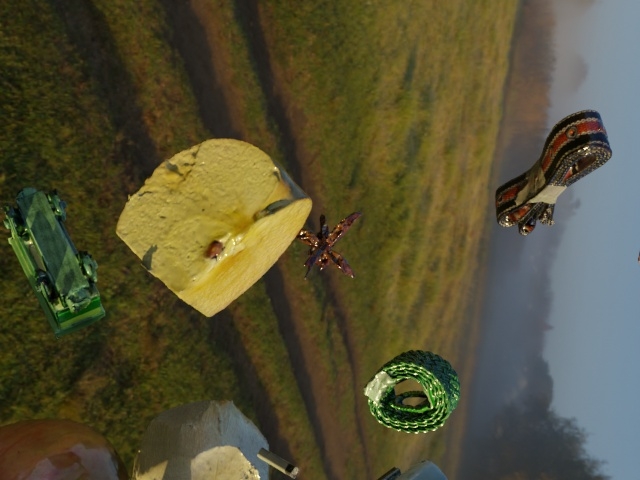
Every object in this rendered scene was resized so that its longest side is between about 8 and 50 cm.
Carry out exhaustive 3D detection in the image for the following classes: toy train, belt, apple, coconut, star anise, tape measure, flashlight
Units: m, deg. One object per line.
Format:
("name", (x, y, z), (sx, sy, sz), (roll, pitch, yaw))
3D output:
("toy train", (-0.545, 0.039, 1.244), (0.120, 0.301, 0.202), (-24, 157, -29))
("belt", (0.472, -0.130, 1.256), (0.360, 0.126, 0.094), (104, -6, -63))
("apple", (-0.541, 0.510, 1.146), (0.364, 0.363, 0.364), (5, 90, -74))
("coconut", (-0.301, 0.574, 1.534), (0.360, 0.345, 0.347), (-106, -171, -55))
("belt", (0.147, 0.236, 0.962), (0.079, 0.151, 0.121), (-26, 90, -57))
("apple", (-0.188, -0.028, 1.165), (0.309, 0.252, 0.314), (-46, 116, -10))
("star anise", (0.005, 0.009, 1.234), (0.144, 0.158, 0.141), (24, 63, -79))
("tape measure", (0.152, 0.541, 1.219), (0.243, 0.125, 0.246), (-13, 143, -47))
("flashlight", (-0.071, 0.371, 1.016), (0.018, 0.083, 0.018), (-56, 134, -23))

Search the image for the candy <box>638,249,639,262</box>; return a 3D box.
("candy", (0.589, 0.024, 1.023), (0.043, 0.103, 0.103), (-121, -148, -74))
